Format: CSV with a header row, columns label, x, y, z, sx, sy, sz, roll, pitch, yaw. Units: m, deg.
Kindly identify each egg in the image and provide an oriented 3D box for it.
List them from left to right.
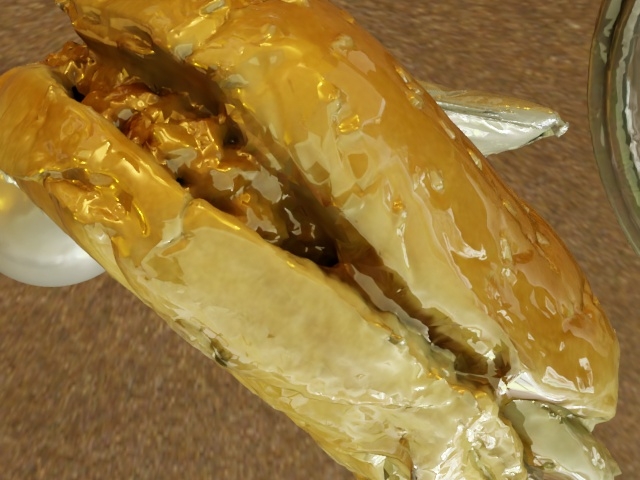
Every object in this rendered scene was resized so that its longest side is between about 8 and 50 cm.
label,x,y,z,sx,sy,sz,roll,pitch,yaw
egg,-0.260,-0.043,1.493,0.176,0.232,0.176,4,82,-30

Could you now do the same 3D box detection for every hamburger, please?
label,x,y,z,sx,sy,sz,roll,pitch,yaw
hamburger,-0.001,-0.001,0.633,0.144,0.259,0.283,-47,122,-8

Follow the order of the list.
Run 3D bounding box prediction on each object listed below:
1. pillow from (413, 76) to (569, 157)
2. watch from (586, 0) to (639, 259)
label,x,y,z,sx,sy,sz,roll,pitch,yaw
pillow,0.102,-0.121,1.557,0.255,0.169,0.059,5,71,-27
watch,0.305,-0.087,0.711,0.335,0.314,0.327,16,116,23
